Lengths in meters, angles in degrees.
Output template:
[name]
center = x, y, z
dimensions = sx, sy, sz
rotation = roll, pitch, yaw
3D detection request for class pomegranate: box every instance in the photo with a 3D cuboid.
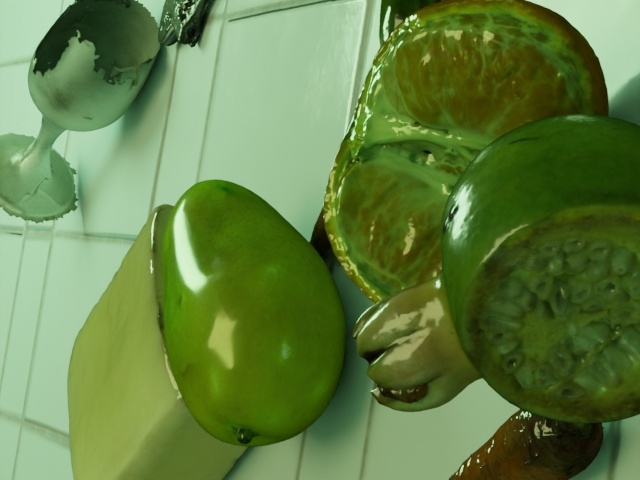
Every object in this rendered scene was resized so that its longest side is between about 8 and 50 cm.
[pomegranate]
center = 0.149, 0.022, 1.266
dimensions = 0.241, 0.190, 0.159
rotation = -56, 24, 27

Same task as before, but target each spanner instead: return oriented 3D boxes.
[spanner]
center = -0.106, -0.303, 2.141
dimensions = 0.325, 0.026, 0.093
rotation = -46, 40, 48

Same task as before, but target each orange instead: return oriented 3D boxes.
[orange]
center = 0.106, -0.062, 1.400
dimensions = 0.158, 0.179, 0.237
rotation = -48, -25, -74

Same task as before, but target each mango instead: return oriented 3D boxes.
[mango]
center = -0.066, 0.070, 1.757
dimensions = 0.273, 0.149, 0.185
rotation = -123, 36, -55

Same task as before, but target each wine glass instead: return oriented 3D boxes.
[wine glass]
center = -0.304, -0.164, 2.385
dimensions = 0.321, 0.143, 0.143
rotation = -54, 35, 42

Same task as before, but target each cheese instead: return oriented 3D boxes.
[cheese]
center = -0.158, 0.139, 1.966
dimensions = 0.265, 0.124, 0.242
rotation = -53, 32, 44

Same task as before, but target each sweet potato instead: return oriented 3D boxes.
[sweet potato]
center = 0.000, 0.000, 1.793
dimensions = 0.115, 0.026, 0.026
rotation = 117, 151, -44

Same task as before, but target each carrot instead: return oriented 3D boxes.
[carrot]
center = 0.140, 0.156, 1.391
dimensions = 0.186, 0.060, 0.060
rotation = 133, 140, -56

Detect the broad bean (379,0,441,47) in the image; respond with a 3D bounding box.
[broad bean]
center = 0.069, -0.194, 1.687
dimensions = 0.318, 0.056, 0.098
rotation = -105, 28, -53
